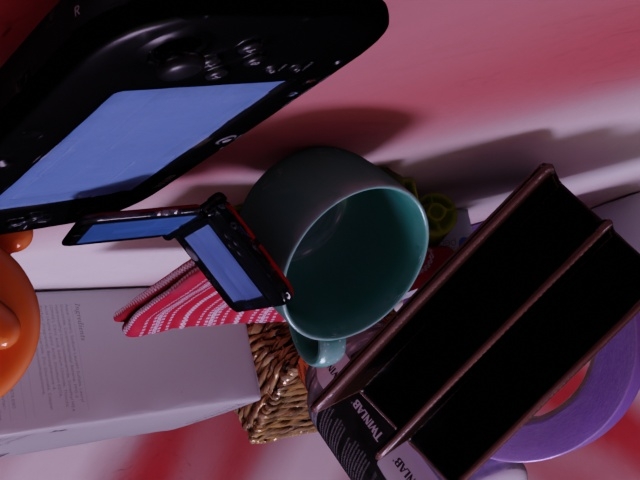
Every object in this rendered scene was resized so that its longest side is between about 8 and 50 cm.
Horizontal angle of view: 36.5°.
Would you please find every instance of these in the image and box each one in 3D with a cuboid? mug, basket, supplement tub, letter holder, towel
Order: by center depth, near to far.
[{"bbox_3d":[-0.006,0.006,0.733,0.129,0.097,0.157,29,100,-44],"label":"mug"},{"bbox_3d":[0.160,0.092,0.893,0.302,0.152,0.214,-47,165,10],"label":"letter holder"},{"bbox_3d":[-0.030,0.047,0.910,0.275,0.031,0.199,-1,161,-35],"label":"towel"},{"bbox_3d":[0.110,0.251,1.295,0.194,0.316,0.193,-24,141,-21],"label":"supplement tub"},{"bbox_3d":[-0.012,0.161,1.549,0.299,0.223,0.213,-2,131,-37],"label":"basket"}]

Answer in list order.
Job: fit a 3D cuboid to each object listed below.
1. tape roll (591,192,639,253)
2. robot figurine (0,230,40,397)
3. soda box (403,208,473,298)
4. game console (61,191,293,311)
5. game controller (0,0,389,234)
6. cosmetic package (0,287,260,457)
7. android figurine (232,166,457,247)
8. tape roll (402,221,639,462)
[{"bbox_3d":[0.449,0.003,1.231,0.286,0.100,0.286,-11,167,-3],"label":"tape roll"},{"bbox_3d":[-0.271,0.053,0.682,0.128,0.158,0.219,3,-179,-24],"label":"robot figurine"},{"bbox_3d":[0.081,0.029,1.093,0.074,0.069,0.216,-3,165,-33],"label":"soda box"},{"bbox_3d":[-0.102,0.018,0.667,0.085,0.124,0.144,-39,-173,-19],"label":"game console"},{"bbox_3d":[-0.108,-0.061,0.523,0.166,0.067,0.319,-1,165,-39],"label":"game controller"},{"bbox_3d":[-0.287,0.154,1.122,0.385,0.156,0.217,1,161,-41],"label":"cosmetic package"},{"bbox_3d":[0.000,0.000,0.928,0.248,0.056,0.273,-10,166,-9],"label":"android figurine"},{"bbox_3d":[0.232,0.114,1.125,0.275,0.274,0.090,-17,167,23],"label":"tape roll"}]
